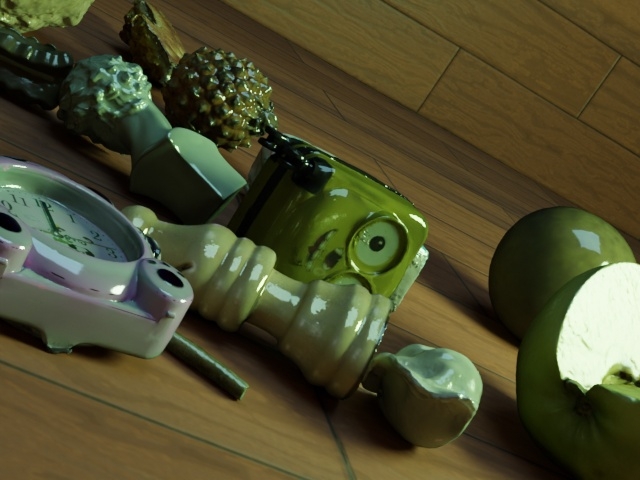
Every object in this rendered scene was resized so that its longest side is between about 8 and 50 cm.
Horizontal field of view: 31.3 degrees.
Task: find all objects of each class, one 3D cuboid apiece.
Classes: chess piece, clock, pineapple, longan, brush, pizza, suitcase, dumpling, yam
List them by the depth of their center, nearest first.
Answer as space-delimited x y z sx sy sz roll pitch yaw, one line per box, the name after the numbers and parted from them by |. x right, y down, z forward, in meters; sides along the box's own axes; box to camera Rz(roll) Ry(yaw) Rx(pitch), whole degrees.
-0.252 0.002 1.051 0.228 0.090 0.248 22 17 -36 | clock
-0.118 0.113 1.097 0.116 0.021 0.021 36 15 7 | yam
-0.082 0.047 1.225 0.307 0.124 0.138 28 58 -4 | chess piece
0.106 0.158 1.232 0.127 0.108 0.188 36 -13 -6 | dumpling
0.000 0.000 1.361 0.235 0.194 0.143 26 10 -31 | suitcase
-0.469 -0.264 1.478 0.301 0.084 0.071 24 18 -12 | brush
-0.149 -0.214 1.802 0.193 0.166 0.166 24 12 19 | pineapple
0.399 0.070 1.876 0.258 0.258 0.258 31 15 -9 | longan
-0.297 -0.338 2.037 0.161 0.086 0.305 50 8 -28 | pizza

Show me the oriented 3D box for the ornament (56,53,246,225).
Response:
-0.221 -0.131 1.455 0.285 0.130 0.120 39 29 20 | ornament

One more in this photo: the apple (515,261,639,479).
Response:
0.376 0.196 1.445 0.258 0.233 0.295 -10 53 -41 | apple

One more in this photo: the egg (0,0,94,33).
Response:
-0.469 -0.456 1.728 0.310 0.279 0.279 28 16 -23 | egg

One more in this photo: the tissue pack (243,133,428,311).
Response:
0.017 -0.031 1.641 0.201 0.124 0.271 28 15 -31 | tissue pack
